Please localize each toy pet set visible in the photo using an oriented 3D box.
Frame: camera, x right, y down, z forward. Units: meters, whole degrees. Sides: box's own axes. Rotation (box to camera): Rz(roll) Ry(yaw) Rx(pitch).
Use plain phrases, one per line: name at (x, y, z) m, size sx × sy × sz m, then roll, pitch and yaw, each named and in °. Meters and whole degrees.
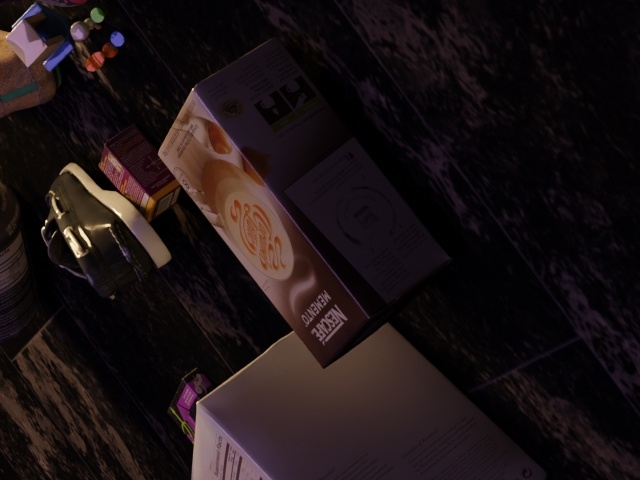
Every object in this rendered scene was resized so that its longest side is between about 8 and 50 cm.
toy pet set at (-0.254, -0.219, 1.975) m, size 0.114 × 0.065 × 0.122 m, roll -41°, pitch 88°, yaw 29°

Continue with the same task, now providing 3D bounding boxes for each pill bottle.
pill bottle at (-0.427, 0.008, 2.429) m, size 0.130 × 0.130 × 0.245 m, roll 38°, pitch 149°, yaw 30°

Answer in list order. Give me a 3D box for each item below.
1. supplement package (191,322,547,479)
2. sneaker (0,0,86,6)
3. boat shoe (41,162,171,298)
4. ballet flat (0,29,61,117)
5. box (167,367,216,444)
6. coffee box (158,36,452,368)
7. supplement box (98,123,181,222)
supplement package at (0.038, 0.230, 1.838) m, size 0.263 × 0.199 × 0.198 m, roll 44°, pitch 153°, yaw 21°
sneaker at (-0.300, -0.272, 1.881) m, size 0.299 × 0.121 × 0.112 m, roll 27°, pitch 132°, yaw 47°
boat shoe at (-0.257, -0.009, 2.122) m, size 0.114 × 0.091 × 0.302 m, roll 56°, pitch 167°, yaw -17°
ballet flat at (-0.410, -0.198, 2.179) m, size 0.316 × 0.106 × 0.107 m, roll 16°, pitch 135°, yaw 52°
box at (-0.111, 0.236, 2.289) m, size 0.162 × 0.029 × 0.116 m, roll 48°, pitch 153°, yaw 11°
coffee box at (-0.017, -0.031, 1.693) m, size 0.246 × 0.098 × 0.141 m, roll 52°, pitch 153°, yaw 8°
supplement box at (-0.186, -0.069, 2.032) m, size 0.083 × 0.043 × 0.055 m, roll 49°, pitch 155°, yaw 10°
